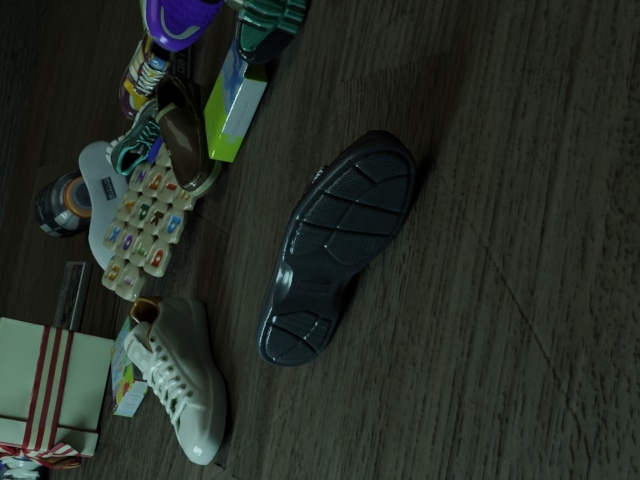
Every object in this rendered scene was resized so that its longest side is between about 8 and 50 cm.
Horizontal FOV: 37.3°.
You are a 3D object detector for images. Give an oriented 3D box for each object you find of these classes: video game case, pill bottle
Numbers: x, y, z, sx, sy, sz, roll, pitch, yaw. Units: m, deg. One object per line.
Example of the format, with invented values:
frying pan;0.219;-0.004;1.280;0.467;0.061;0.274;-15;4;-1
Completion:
video game case;-0.560;0.146;2.124;0.183;0.023;0.201;-2;76;63
pill bottle;-0.531;-0.080;2.047;0.246;0.131;0.130;-11;69;62

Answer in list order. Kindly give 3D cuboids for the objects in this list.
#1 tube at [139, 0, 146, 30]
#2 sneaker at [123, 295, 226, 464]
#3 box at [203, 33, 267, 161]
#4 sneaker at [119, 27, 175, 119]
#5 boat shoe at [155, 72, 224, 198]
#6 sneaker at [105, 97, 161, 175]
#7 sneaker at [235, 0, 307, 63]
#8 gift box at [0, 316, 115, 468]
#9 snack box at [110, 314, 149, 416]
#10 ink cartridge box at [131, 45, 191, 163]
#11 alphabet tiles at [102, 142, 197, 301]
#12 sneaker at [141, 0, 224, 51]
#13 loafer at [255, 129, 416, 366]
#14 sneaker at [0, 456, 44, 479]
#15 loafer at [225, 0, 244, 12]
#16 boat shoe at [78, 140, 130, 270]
tube;-0.321;-0.446;1.860;0.240;0.062;0.070;-112;15;-55
sneaker;-0.211;0.187;1.306;0.105;0.123;0.290;-60;32;27
box;-0.124;-0.216;1.390;0.109;0.043;0.178;-103;31;-41
sneaker;-0.302;-0.299;1.669;0.084;0.070;0.185;31;104;64
boat shoe;-0.220;-0.170;1.489;0.095;0.095;0.257;-40;40;19
sneaker;-0.309;-0.177;1.665;0.166;0.065;0.076;-47;35;18
sneaker;-0.057;-0.344;1.310;0.223;0.083;0.098;-66;13;0
gift box;-0.548;0.289;1.779;0.276;0.255;0.258;-15;63;65
snack box;-0.322;0.212;1.606;0.100;0.037;0.141;-56;33;35
ink cartridge box;-0.298;-0.271;1.769;0.206;0.045;0.208;-40;45;48
alphabet tiles;-0.283;-0.041;1.593;0.278;0.021;0.284;18;83;58
sneaker;-0.138;-0.390;1.271;0.293;0.102;0.146;-61;27;-2
loafer;0.000;0.000;0.997;0.095;0.109;0.302;-105;34;-50
sneaker;-0.633;0.487;1.991;0.322;0.130;0.236;-116;41;-59
loafer;-0.110;-0.430;1.421;0.094;0.088;0.251;-52;36;41
boat shoe;-0.386;-0.045;1.789;0.102;0.108;0.301;80;168;-59
